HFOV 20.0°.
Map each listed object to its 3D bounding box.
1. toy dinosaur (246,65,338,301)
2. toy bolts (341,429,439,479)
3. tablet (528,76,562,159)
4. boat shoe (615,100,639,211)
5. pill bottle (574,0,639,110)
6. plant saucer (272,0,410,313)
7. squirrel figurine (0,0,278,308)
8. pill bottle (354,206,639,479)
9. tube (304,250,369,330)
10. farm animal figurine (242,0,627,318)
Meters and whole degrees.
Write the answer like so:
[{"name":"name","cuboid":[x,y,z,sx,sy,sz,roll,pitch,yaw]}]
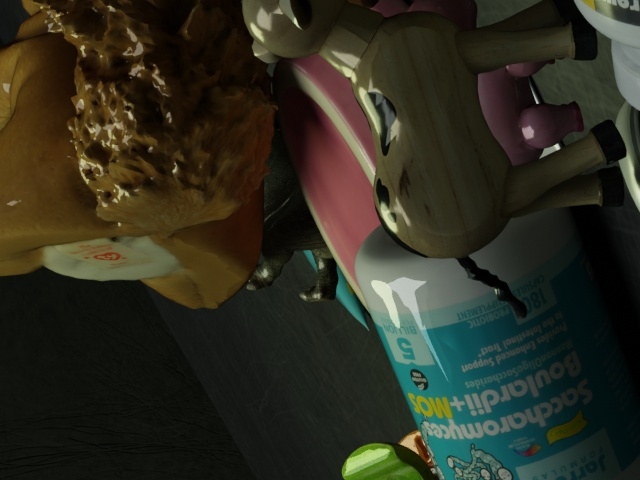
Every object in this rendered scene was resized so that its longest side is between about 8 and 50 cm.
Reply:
[{"name":"toy dinosaur","cuboid":[-0.027,-0.034,1.633,0.313,0.121,0.160,47,135,22]},{"name":"toy bolts","cuboid":[0.162,0.255,1.548,0.218,0.158,0.229,-25,79,38]},{"name":"tablet","cuboid":[0.130,-0.084,1.154,0.083,0.006,0.054,64,168,-2]},{"name":"boat shoe","cuboid":[0.218,0.008,0.808,0.228,0.080,0.076,59,161,18]},{"name":"pill bottle","cuboid":[0.147,-0.141,0.730,0.103,0.103,0.184,50,162,47]},{"name":"plant saucer","cuboid":[0.055,-0.038,1.382,0.332,0.084,0.332,59,168,21]},{"name":"squirrel figurine","cuboid":[-0.159,-0.173,1.475,0.397,0.281,0.371,141,131,-62]},{"name":"pill bottle","cuboid":[0.132,0.099,1.193,0.264,0.146,0.146,66,168,-16]},{"name":"tube","cuboid":[0.000,0.000,1.792,0.080,0.052,0.207,57,173,48]},{"name":"farm animal figurine","cuboid":[0.014,-0.170,0.874,0.330,0.172,0.327,-105,1,-52]}]
